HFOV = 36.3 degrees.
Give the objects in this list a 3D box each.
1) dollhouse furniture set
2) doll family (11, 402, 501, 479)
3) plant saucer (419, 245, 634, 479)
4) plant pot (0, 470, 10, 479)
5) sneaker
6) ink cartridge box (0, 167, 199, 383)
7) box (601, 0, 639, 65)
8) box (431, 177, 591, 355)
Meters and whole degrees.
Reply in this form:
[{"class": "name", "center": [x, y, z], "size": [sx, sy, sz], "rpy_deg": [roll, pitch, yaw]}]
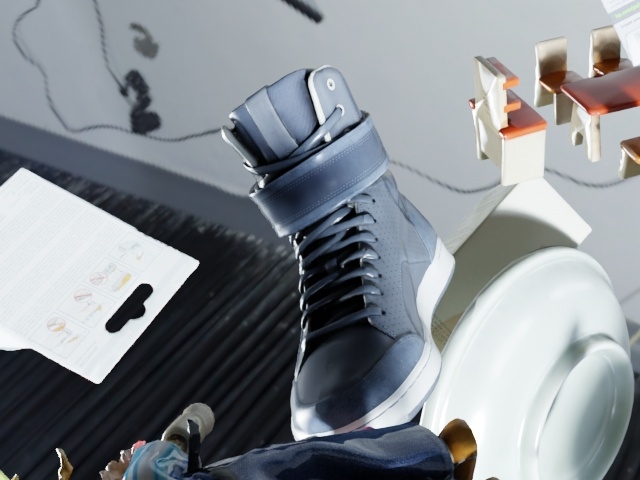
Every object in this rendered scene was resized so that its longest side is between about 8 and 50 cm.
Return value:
[{"class": "dollhouse furniture set", "center": [0.309, -0.163, 1.111], "size": [0.262, 0.259, 0.135], "rpy_deg": [-118, 17, -55]}, {"class": "doll family", "center": [-0.005, 0.105, 0.290], "size": [0.263, 0.163, 0.118], "rpy_deg": [42, 130, 54]}, {"class": "plant saucer", "center": [0.285, 0.210, 1.194], "size": [0.100, 0.400, 0.401], "rpy_deg": [19, 136, 45]}, {"class": "plant pot", "center": [-0.195, 0.162, 0.486], "size": [0.083, 0.079, 0.083], "rpy_deg": [17, 119, 33]}, {"class": "sneaker", "center": [-0.001, 0.000, 0.523], "size": [0.086, 0.226, 0.163], "rpy_deg": [-25, 107, 21]}, {"class": "ink cartridge box", "center": [-0.274, 0.042, 1.001], "size": [0.232, 0.189, 0.066], "rpy_deg": [29, 139, 7]}, {"class": "box", "center": [0.318, -0.277, 0.898], "size": [0.145, 0.038, 0.186], "rpy_deg": [-25, 96, 37]}, {"class": "box", "center": [0.200, 0.060, 1.292], "size": [0.121, 0.311, 0.148], "rpy_deg": [46, 161, -3]}]
